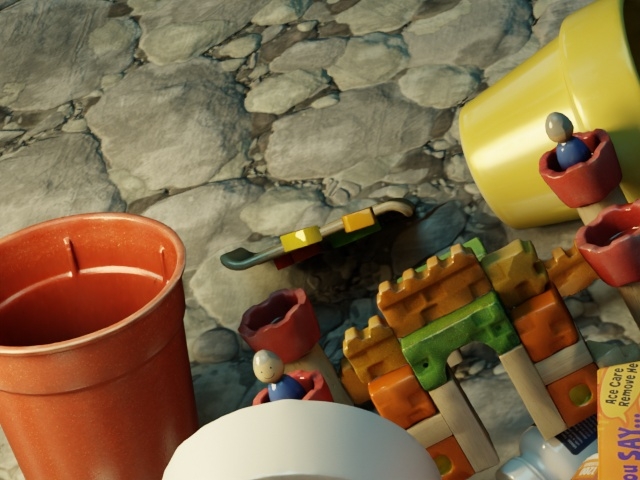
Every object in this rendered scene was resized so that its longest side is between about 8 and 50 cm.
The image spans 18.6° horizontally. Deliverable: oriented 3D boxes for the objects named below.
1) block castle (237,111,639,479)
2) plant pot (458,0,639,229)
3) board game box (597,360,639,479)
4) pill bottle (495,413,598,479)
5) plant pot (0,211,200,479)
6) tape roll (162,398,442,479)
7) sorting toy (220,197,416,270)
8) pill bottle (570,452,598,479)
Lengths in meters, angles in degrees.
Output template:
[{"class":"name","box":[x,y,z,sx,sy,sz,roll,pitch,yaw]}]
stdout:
[{"class":"block castle","box":[0.138,0.069,2.021,0.453,0.213,0.303,-28,22,7]},{"class":"plant pot","box":[0.300,-0.130,2.250,0.239,0.254,0.254,-23,36,24]},{"class":"board game box","box":[0.428,0.310,1.519,0.357,0.356,0.356,-11,31,15]},{"class":"pill bottle","box":[0.261,0.208,1.977,0.169,0.094,0.094,-38,40,-17]},{"class":"plant pot","box":[-0.254,0.151,2.146,0.272,0.265,0.272,-9,30,5]},{"class":"tape roll","box":[-0.017,0.286,1.881,0.286,0.286,0.100,-15,38,12]},{"class":"sorting toy","box":[0.000,0.000,2.282,0.229,0.041,0.307,-18,1,5]},{"class":"pill bottle","box":[0.249,0.314,1.838,0.121,0.121,0.216,13,51,38]}]
